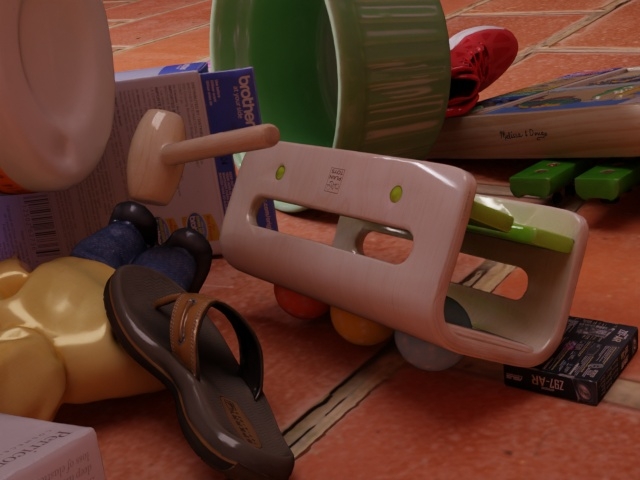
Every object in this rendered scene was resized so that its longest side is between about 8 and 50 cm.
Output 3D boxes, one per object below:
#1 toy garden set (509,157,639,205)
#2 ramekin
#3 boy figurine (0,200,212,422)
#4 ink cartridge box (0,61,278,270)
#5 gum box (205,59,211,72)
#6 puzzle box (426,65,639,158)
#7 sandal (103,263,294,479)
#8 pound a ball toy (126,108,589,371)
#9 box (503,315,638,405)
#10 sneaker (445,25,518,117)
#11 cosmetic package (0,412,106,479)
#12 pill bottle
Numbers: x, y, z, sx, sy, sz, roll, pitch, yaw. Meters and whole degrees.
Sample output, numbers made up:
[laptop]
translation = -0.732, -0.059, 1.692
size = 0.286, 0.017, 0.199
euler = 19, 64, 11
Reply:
[toy garden set]
translation = 0.342, -0.061, 0.929
size = 0.244, 0.049, 0.203
euler = 4, 20, 39
[ramekin]
translation = 0.007, -0.191, 1.044
size = 0.148, 0.304, 0.303
euler = -11, 21, -29
[boy figurine]
translation = -0.175, 0.070, 0.715
size = 0.177, 0.092, 0.285
euler = 24, 31, 5
[ink cartridge box]
translation = -0.202, -0.069, 0.944
size = 0.310, 0.186, 0.065
euler = -6, 20, 6
[gum box]
translation = -0.105, -0.279, 1.606
size = 0.188, 0.062, 0.107
euler = -2, 22, 14
[puzzle box]
translation = 0.330, -0.147, 1.039
size = 0.272, 0.052, 0.409
euler = -19, 13, -27
[sandal]
translation = -0.074, 0.074, 0.631
size = 0.090, 0.060, 0.219
euler = 22, 16, -37
[pound a ball toy]
translation = 0.000, 0.000, 0.714
size = 0.208, 0.136, 0.319
euler = 16, -1, -36
[box]
translation = 0.175, 0.080, 0.668
size = 0.067, 0.018, 0.083
euler = 8, 27, 34
[sneaker]
translation = 0.175, -0.188, 1.129
size = 0.221, 0.087, 0.128
euler = -32, 26, -21
[cosmetic package]
translation = -0.233, 0.143, 0.512
size = 0.231, 0.086, 0.117
euler = -1, 12, 31
[pill bottle]
translation = -0.392, -0.139, 0.792
size = 0.391, 0.224, 0.224
euler = -3, 22, 12
